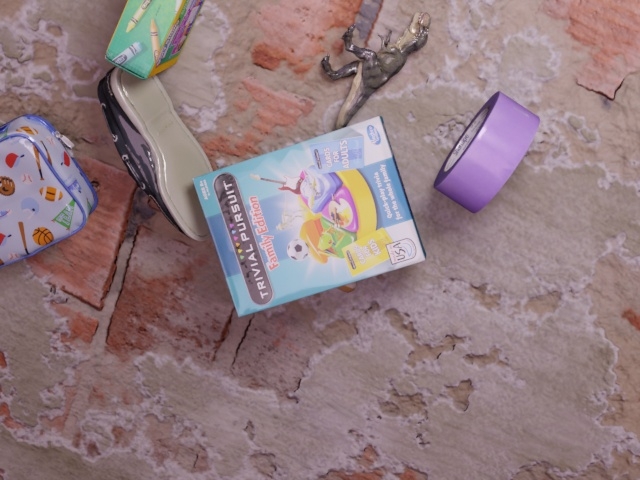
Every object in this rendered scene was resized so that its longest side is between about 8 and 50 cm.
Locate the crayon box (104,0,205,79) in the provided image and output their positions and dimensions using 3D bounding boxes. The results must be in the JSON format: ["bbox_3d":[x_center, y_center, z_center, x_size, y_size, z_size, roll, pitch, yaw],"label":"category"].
[{"bbox_3d":[-0.239,-0.411,1.557,0.081,0.165,0.278,29,111,-1],"label":"crayon box"}]

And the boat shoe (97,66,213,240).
[{"bbox_3d":[-0.295,-0.149,1.692,0.113,0.127,0.340,-9,119,43],"label":"boat shoe"}]

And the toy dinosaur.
[{"bbox_3d":[0.069,-0.291,1.607,0.118,0.064,0.268,36,114,-11],"label":"toy dinosaur"}]

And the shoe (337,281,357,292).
[{"bbox_3d":[0.000,0.000,1.709,0.058,0.076,0.219,-36,98,24],"label":"shoe"}]

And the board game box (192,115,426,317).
[{"bbox_3d":[-0.017,-0.039,1.634,0.336,0.079,0.253,-18,93,9],"label":"board game box"}]

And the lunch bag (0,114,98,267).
[{"bbox_3d":[-0.569,-0.089,1.737,0.304,0.115,0.243,-24,115,16],"label":"lunch bag"}]

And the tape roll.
[{"bbox_3d":[0.268,-0.143,1.555,0.080,0.189,0.189,34,111,-4],"label":"tape roll"}]
